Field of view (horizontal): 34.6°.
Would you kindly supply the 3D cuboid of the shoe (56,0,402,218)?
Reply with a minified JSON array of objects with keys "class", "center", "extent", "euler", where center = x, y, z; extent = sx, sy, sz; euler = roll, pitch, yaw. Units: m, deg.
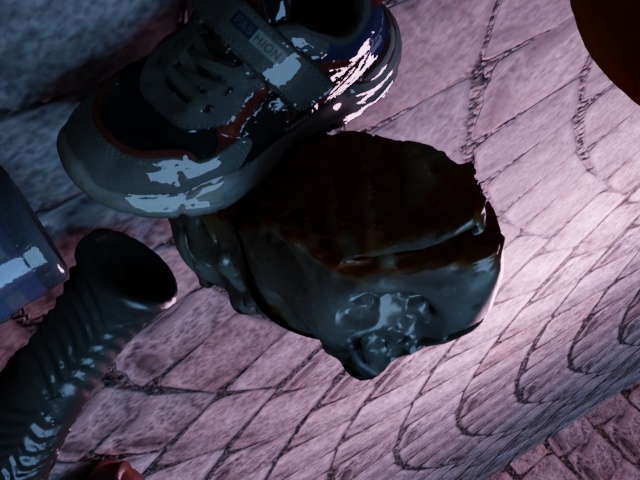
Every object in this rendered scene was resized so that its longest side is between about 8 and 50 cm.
[{"class":"shoe","center":[-0.040,-0.101,0.573],"extent":[0.228,0.099,0.125],"euler":[-33,164,-22]}]

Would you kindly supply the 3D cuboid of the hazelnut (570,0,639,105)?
[{"class":"hazelnut","center":[0.347,-0.192,0.661],"extent":[0.372,0.372,0.315],"euler":[-3,102,-52]}]

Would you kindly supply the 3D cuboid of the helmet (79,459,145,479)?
[{"class":"helmet","center":[-0.212,0.253,1.048],"extent":[0.089,0.057,0.111],"euler":[-2,167,7]}]

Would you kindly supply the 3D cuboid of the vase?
[{"class":"vase","center":[-0.196,0.103,0.747],"extent":[0.237,0.115,0.115],"euler":[-50,153,23]}]

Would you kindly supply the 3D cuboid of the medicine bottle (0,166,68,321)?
[{"class":"medicine bottle","center":[-0.248,0.039,0.574],"extent":[0.203,0.083,0.083],"euler":[-31,156,-10]}]

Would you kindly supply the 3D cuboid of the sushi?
[{"class":"sushi","center":[0.000,0.000,0.665],"extent":[0.124,0.332,0.130],"euler":[-35,115,-18]}]
